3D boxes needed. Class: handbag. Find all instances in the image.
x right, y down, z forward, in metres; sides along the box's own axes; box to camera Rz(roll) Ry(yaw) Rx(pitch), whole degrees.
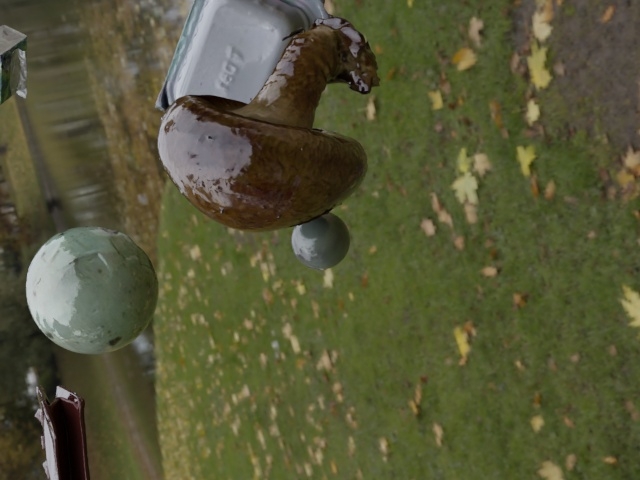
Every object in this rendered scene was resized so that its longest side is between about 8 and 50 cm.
[{"bbox_3d":[-0.545,0.444,1.894,0.275,0.084,0.260,179,84,-66],"label":"handbag"}]

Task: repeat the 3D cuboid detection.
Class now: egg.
[{"bbox_3d":[-0.235,0.043,0.909,0.164,0.131,0.131,38,141,50],"label":"egg"}]

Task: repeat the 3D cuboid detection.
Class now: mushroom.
[{"bbox_3d":[-0.065,-0.180,1.419,0.331,0.334,0.356,47,115,30],"label":"mushroom"}]

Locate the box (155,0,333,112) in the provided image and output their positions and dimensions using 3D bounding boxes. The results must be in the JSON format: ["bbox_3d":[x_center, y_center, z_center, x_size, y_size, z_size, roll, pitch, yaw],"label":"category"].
[{"bbox_3d":[-0.155,-0.333,1.662,0.106,0.264,0.336,-60,-6,-69],"label":"box"}]

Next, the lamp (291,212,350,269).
[{"bbox_3d":[0.000,0.000,1.543,0.105,0.105,0.105,164,90,-73],"label":"lamp"}]

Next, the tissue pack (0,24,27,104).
[{"bbox_3d":[-0.553,-0.304,1.574,0.085,0.079,0.111,-61,-6,-47],"label":"tissue pack"}]
